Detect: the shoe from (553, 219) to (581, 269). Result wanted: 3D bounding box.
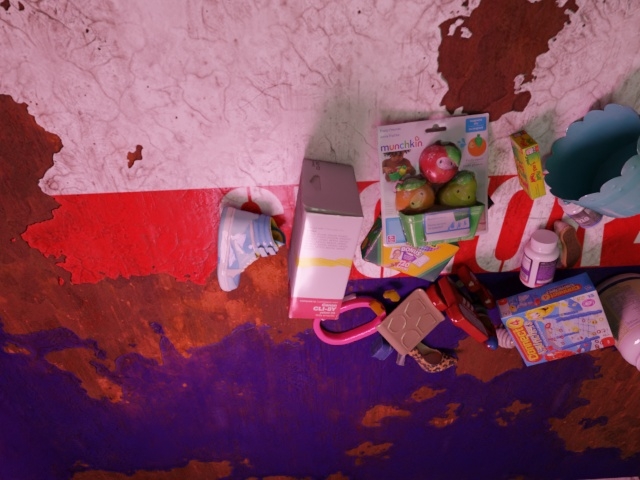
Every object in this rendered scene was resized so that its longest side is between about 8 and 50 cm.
[{"bbox_3d":[0.839,0.014,1.467,0.076,0.058,0.219,-35,128,-2],"label":"shoe"}]

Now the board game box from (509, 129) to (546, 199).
[{"bbox_3d":[0.603,-0.218,1.245,0.043,0.092,0.181,-22,125,13],"label":"board game box"}]

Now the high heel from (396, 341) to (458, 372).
[{"bbox_3d":[0.444,0.449,1.749,0.261,0.093,0.186,2,129,2],"label":"high heel"}]

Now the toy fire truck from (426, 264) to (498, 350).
[{"bbox_3d":[0.522,0.256,1.503,0.169,0.254,0.302,-37,121,23],"label":"toy fire truck"}]

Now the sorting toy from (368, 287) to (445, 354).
[{"bbox_3d":[0.315,0.279,1.618,0.229,0.041,0.307,-41,120,1],"label":"sorting toy"}]

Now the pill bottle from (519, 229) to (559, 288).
[{"bbox_3d":[0.746,0.062,1.459,0.108,0.108,0.194,-8,128,3],"label":"pill bottle"}]

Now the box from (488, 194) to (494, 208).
[{"bbox_3d":[0.486,-0.113,1.345,0.062,0.052,0.083,29,120,-22],"label":"box"}]

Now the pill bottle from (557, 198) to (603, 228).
[{"bbox_3d":[0.819,-0.102,1.355,0.137,0.078,0.078,31,120,-23],"label":"pill bottle"}]

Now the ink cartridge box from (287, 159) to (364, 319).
[{"bbox_3d":[0.000,0.000,1.261,0.160,0.279,0.385,5,127,-8],"label":"ink cartridge box"}]

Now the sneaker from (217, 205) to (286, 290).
[{"bbox_3d":[-0.221,0.047,1.384,0.208,0.127,0.319,6,128,-6],"label":"sneaker"}]

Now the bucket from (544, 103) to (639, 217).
[{"bbox_3d":[0.782,-0.203,1.162,0.183,0.281,0.281,22,123,-18],"label":"bucket"}]

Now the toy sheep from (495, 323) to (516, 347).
[{"bbox_3d":[0.735,0.383,1.710,0.091,0.132,0.091,-4,98,-33],"label":"toy sheep"}]

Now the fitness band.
[{"bbox_3d":[0.111,0.306,1.647,0.290,0.054,0.209,-25,125,16],"label":"fitness band"}]

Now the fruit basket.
[{"bbox_3d":[0.330,-0.161,1.218,0.326,0.165,0.353,-7,114,-5],"label":"fruit basket"}]

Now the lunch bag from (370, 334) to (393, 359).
[{"bbox_3d":[0.251,0.441,1.749,0.065,0.067,0.098,23,124,-19],"label":"lunch bag"}]

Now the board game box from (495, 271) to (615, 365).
[{"bbox_3d":[0.822,0.288,1.505,0.301,0.086,0.308,-25,122,24],"label":"board game box"}]

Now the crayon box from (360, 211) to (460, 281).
[{"bbox_3d":[0.292,0.020,1.418,0.278,0.081,0.165,17,125,-15],"label":"crayon box"}]

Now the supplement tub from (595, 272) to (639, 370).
[{"bbox_3d":[1.149,0.300,1.527,0.235,0.325,0.236,-2,128,-2],"label":"supplement tub"}]
